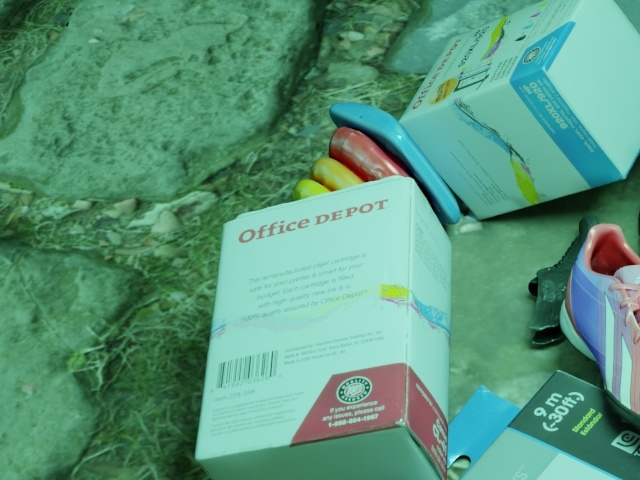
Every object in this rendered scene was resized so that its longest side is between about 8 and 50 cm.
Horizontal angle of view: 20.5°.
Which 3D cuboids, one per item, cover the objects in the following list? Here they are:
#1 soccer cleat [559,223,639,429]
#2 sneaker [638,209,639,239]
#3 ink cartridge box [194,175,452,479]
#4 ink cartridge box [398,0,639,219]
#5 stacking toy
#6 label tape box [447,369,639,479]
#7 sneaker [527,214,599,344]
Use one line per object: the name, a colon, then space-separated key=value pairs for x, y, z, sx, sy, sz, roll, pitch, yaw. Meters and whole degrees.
soccer cleat: x=0.317 y=0.091 z=1.712 sx=0.109 sy=0.116 sz=0.318 roll=-2 pitch=23 yaw=-13
sneaker: x=0.448 y=-0.012 z=1.913 sx=0.182 sy=0.158 sz=0.410 roll=5 pitch=48 yaw=0
ink cartridge box: x=0.011 y=0.107 z=1.785 sx=0.226 sy=0.131 sz=0.306 roll=-12 pitch=47 yaw=21
ink cartridge box: x=0.246 y=-0.157 z=2.028 sx=0.233 sy=0.168 sz=0.171 roll=-18 pitch=31 yaw=47
stacking toy: x=0.000 y=0.000 z=2.044 sx=0.302 sy=0.166 sz=0.175 roll=-44 pitch=31 yaw=-11
label tape box: x=0.212 y=0.259 z=1.705 sx=0.348 sy=0.115 sz=0.249 roll=25 pitch=58 yaw=36
sneaker: x=0.270 y=0.040 z=1.959 sx=0.089 sy=0.051 sz=0.170 roll=-5 pitch=47 yaw=8
